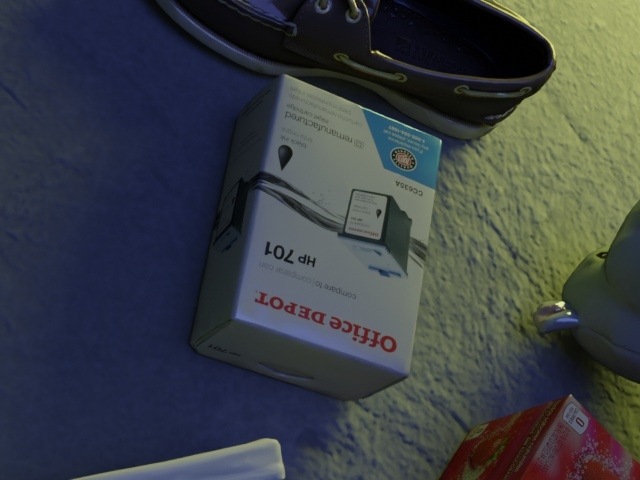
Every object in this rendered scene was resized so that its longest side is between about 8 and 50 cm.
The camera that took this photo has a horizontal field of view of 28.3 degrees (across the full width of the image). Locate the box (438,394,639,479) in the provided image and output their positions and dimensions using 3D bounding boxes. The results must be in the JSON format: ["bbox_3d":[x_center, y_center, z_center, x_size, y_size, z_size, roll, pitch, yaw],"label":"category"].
[{"bbox_3d":[0.121,0.245,0.854,0.128,0.122,0.257,44,58,-9],"label":"box"}]

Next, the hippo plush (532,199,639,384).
[{"bbox_3d":[0.316,0.076,0.983,0.234,0.294,0.236,-20,59,-34],"label":"hippo plush"}]

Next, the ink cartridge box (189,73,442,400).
[{"bbox_3d":[0.000,0.000,0.904,0.140,0.082,0.190,20,62,-21],"label":"ink cartridge box"}]

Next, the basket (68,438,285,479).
[{"bbox_3d":[-0.107,0.188,0.758,0.167,0.113,0.103,-7,78,-30],"label":"basket"}]

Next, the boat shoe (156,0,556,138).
[{"bbox_3d":[0.028,-0.173,0.971,0.324,0.097,0.116,20,64,-21],"label":"boat shoe"}]
